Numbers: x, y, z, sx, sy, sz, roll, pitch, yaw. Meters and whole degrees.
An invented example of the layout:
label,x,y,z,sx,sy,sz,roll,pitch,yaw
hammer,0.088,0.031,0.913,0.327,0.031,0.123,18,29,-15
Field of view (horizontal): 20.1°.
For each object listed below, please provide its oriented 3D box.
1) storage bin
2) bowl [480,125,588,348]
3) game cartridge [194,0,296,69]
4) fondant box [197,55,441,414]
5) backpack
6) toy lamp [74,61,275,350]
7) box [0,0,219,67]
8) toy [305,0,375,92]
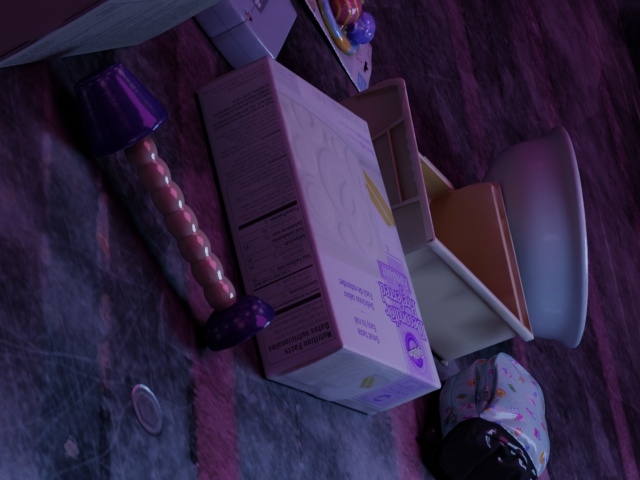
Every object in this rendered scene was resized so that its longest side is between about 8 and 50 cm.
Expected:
label,x,y,z,sx,sy,sz,roll,pitch,yaw
storage bin,0.127,-0.023,2.176,0.262,0.123,0.260,41,33,-47
bowl,0.263,-0.001,2.391,0.298,0.134,0.298,177,-90,-89
game cartridge,-0.130,-0.338,1.997,0.297,0.062,0.198,59,26,-19
fondant box,0.000,0.000,1.890,0.238,0.096,0.330,27,45,-59
backpack,0.200,0.220,2.107,0.152,0.115,0.182,53,22,-24
toy lamp,-0.135,-0.032,1.627,0.275,0.080,0.080,60,22,-13
box,-0.199,-0.245,1.608,0.121,0.148,0.311,65,20,-1
toy,0.025,-0.313,2.333,0.237,0.056,0.137,53,26,-30
